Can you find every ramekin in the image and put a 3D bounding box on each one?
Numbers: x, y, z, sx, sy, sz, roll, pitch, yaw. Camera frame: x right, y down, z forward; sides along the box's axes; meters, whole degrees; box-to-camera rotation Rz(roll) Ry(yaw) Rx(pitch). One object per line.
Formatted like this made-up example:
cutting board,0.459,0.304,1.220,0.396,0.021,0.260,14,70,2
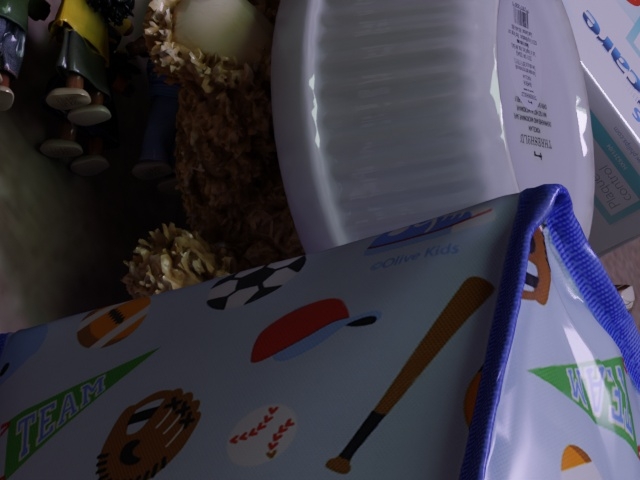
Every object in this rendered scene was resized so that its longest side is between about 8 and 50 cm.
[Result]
ramekin,0.067,-0.059,0.879,0.207,0.109,0.207,-8,90,-65

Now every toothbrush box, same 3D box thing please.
toothbrush box,0.166,-0.141,1.124,0.216,0.126,0.295,53,37,-9

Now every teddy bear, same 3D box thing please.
teddy bear,-0.019,0.002,0.938,0.338,0.113,0.245,69,30,-29

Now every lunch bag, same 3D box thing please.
lunch bag,-0.027,0.210,0.672,0.239,0.328,0.385,51,37,-29

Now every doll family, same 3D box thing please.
doll family,-0.116,-0.103,0.904,0.193,0.076,0.111,48,38,-58

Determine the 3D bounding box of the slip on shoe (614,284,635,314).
slip on shoe,0.220,0.062,1.375,0.135,0.051,0.041,-8,95,-64
